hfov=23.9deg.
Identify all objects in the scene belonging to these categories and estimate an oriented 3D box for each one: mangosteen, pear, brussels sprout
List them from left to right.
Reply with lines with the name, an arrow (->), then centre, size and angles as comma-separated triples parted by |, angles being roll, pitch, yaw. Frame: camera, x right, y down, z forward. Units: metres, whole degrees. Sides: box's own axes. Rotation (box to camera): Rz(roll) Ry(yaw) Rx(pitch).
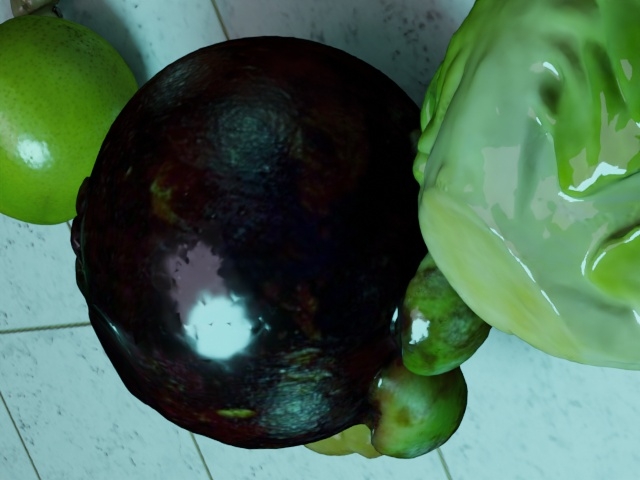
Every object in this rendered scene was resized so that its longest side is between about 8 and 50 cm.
pear -> -0.252, -0.119, 1.276 | 0.216, 0.166, 0.180 | 47, 159, -15
mangosteen -> -0.019, 0.003, 1.043 | 0.311, 0.311, 0.311 | 25, 130, 33
brussels sprout -> 0.194, -0.063, 0.795 | 0.259, 0.294, 0.227 | 52, 176, -14

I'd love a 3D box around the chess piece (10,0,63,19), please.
chess piece -> -0.274, -0.258, 1.309 | 0.060, 0.060, 0.172 | -24, 99, 50

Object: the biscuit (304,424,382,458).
biscuit -> -0.018, 0.072, 1.266 | 0.260, 0.041, 0.203 | 56, 141, 0
